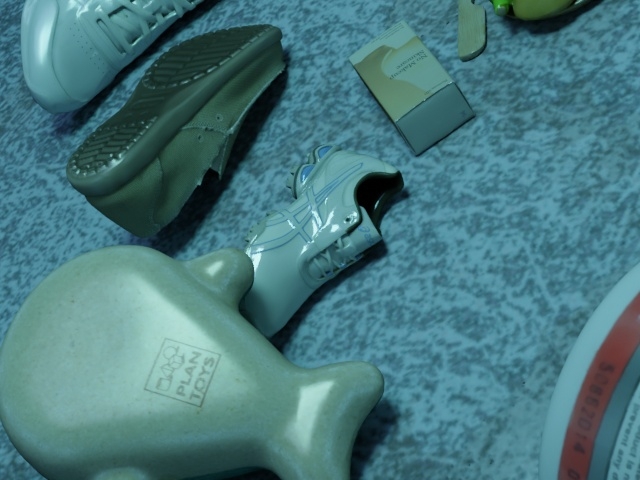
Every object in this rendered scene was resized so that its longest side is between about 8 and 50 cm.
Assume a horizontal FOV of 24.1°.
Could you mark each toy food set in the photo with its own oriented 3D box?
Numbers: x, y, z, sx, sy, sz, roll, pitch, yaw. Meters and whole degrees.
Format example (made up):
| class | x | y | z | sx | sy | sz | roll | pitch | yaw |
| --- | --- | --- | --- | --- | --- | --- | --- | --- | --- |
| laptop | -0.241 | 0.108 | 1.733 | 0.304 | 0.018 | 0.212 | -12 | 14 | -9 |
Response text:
| class | x | y | z | sx | sy | sz | roll | pitch | yaw |
| --- | --- | --- | --- | --- | --- | --- | --- | --- | --- |
| toy food set | 0.191 | -0.227 | 1.219 | 0.192 | 0.038 | 0.132 | -20 | 41 | 22 |

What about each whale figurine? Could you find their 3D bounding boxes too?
| class | x | y | z | sx | sy | sz | roll | pitch | yaw |
| --- | --- | --- | --- | --- | --- | --- | --- | --- | --- |
| whale figurine | -0.089 | 0.112 | 1.048 | 0.272 | 0.141 | 0.216 | 12 | 68 | 18 |

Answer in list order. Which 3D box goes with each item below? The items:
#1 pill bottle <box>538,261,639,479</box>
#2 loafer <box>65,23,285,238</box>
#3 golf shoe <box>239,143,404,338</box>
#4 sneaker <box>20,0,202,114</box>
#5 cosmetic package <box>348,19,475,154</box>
| class | x | y | z | sx | sy | sz | roll | pitch | yaw |
| --- | --- | --- | --- | --- | --- | --- | --- | --- | --- |
| pill bottle | 0.285 | 0.136 | 0.634 | 0.210 | 0.210 | 0.363 | -48 | 39 | -13 |
| loafer | -0.115 | -0.098 | 1.296 | 0.102 | 0.092 | 0.268 | 4 | 38 | 39 |
| golf shoe | 0.000 | 0.000 | 1.122 | 0.086 | 0.069 | 0.176 | 7 | 57 | 35 |
| sneaker | -0.184 | -0.252 | 1.481 | 0.152 | 0.114 | 0.305 | 5 | 55 | 43 |
| cosmetic package | 0.072 | -0.125 | 1.208 | 0.060 | 0.041 | 0.115 | -35 | 38 | 3 |
